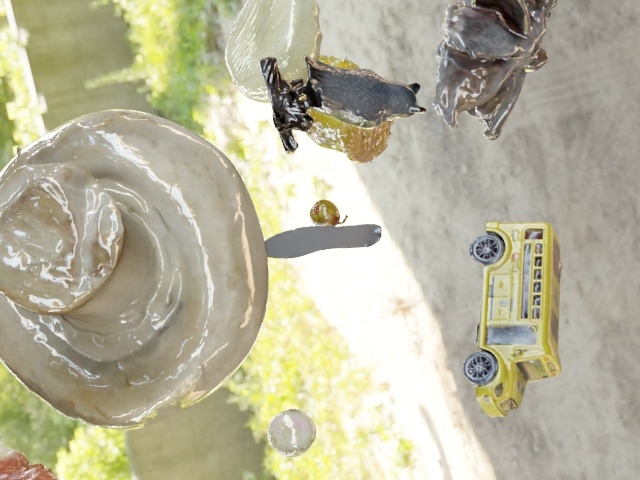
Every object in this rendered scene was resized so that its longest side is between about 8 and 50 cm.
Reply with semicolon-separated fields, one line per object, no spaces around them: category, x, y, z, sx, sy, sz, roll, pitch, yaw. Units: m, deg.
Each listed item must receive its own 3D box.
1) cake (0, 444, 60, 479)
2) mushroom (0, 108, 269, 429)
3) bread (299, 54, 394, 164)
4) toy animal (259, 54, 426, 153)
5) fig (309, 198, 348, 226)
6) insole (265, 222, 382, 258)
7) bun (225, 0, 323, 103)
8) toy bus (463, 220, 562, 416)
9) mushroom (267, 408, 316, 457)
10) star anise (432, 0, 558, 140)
cake;-0.359;0.394;1.146;0.320;0.269;0.270;25;130;43
mushroom;-0.199;0.030;1.016;0.290;0.298;0.297;-7;-97;-78
bread;0.042;-0.243;2.227;0.147;0.160;0.260;-64;-23;-15
toy animal;0.033;-0.203;1.458;0.117;0.210;0.121;89;169;-49
fig;0.018;-0.041;1.910;0.050;0.083;0.050;-12;72;39
insole;0.000;0.000;1.620;0.004;0.188;0.064;64;-151;-42
bun;-0.061;-0.325;1.871;0.222;0.127;0.222;-31;46;39
toy bus;0.341;0.136;1.951;0.145;0.151;0.331;50;-139;-57
mushroom;-0.049;0.329;1.923;0.067;0.084;0.083;60;-168;-73
star anise;0.227;-0.270;1.510;0.139;0.316;0.359;36;123;25
